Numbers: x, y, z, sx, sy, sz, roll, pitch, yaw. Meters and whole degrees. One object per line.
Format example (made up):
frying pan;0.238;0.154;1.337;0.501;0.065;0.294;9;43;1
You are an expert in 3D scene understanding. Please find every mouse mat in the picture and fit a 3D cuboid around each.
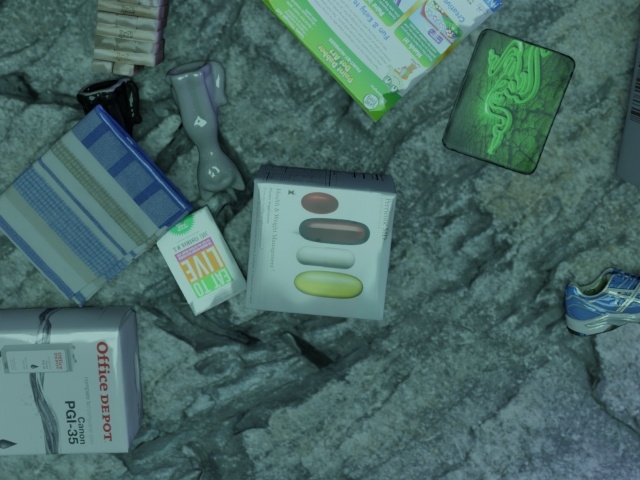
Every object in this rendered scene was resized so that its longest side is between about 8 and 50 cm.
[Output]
mouse mat;0.281;-0.206;1.601;0.152;0.007;0.190;18;102;-4

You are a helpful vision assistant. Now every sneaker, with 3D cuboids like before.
sneaker;0.474;0.082;1.631;0.211;0.080;0.081;-17;106;3

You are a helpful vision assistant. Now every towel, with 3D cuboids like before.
towel;-0.344;-0.045;1.581;0.285;0.034;0.209;-37;102;28

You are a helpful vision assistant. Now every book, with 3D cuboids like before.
book;-0.183;0.030;1.646;0.096;0.035;0.144;-27;100;2

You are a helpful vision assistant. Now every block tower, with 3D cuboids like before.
block tower;-0.257;-0.406;1.511;0.091;0.097;0.335;8;105;-2

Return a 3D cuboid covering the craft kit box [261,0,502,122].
craft kit box;0.084;-0.341;1.515;0.246;0.061;0.250;-42;103;7

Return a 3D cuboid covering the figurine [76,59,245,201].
figurine;-0.228;-0.144;1.582;0.215;0.092;0.209;-12;111;2

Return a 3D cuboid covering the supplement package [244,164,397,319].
supplement package;0.000;0.000;1.576;0.203;0.149;0.194;5;103;0

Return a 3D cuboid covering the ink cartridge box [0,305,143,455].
ink cartridge box;-0.428;0.214;1.642;0.283;0.117;0.207;-2;103;1

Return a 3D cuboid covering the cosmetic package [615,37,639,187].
cosmetic package;0.659;-0.196;1.426;0.393;0.327;0.329;4;103;-7
